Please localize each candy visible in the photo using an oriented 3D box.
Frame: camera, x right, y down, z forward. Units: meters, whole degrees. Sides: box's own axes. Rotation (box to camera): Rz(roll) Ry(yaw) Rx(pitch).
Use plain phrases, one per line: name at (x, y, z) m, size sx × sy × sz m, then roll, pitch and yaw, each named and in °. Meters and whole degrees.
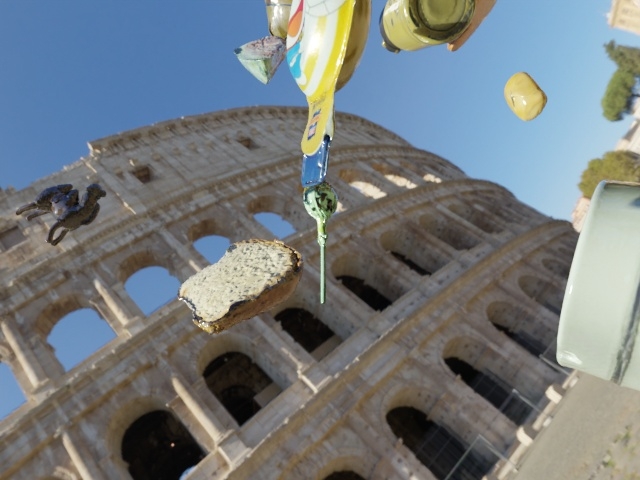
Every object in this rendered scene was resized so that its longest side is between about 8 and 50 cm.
candy at (0.000, 0.000, 1.095) m, size 0.091 × 0.083 × 0.306 m, roll 13°, pitch -108°, yaw -43°

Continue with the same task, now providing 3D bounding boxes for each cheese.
cheese at (0.005, -0.194, 0.488) m, size 0.069 × 0.177 × 0.271 m, roll 4°, pitch -89°, yaw -17°

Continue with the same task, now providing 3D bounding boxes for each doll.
doll at (-0.549, -0.071, 0.974) m, size 0.165 × 0.139 × 0.057 m, roll -46°, pitch -19°, yaw -13°

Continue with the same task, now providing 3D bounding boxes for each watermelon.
watermelon at (-0.107, -0.349, 0.863) m, size 0.094 × 0.180 × 0.081 m, roll -34°, pitch -53°, yaw 20°

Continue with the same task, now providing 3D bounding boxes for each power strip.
power strip at (0.526, 0.062, 0.752) m, size 0.357 × 0.161 × 0.358 m, roll -23°, pitch -61°, yaw -49°

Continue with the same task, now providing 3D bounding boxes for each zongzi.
zongzi at (-0.057, -0.715, 1.249) m, size 0.123 × 0.260 × 0.289 m, roll -41°, pitch -58°, yaw -52°

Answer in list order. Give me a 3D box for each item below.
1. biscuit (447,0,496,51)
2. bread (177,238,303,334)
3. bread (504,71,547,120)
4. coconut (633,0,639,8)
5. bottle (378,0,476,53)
biscuit at (0.401, -0.598, 1.202) m, size 0.186 × 0.036 × 0.192 m, roll -50°, pitch -16°, yaw 26°
bread at (-0.084, 0.048, 0.478) m, size 0.126 × 0.129 × 0.044 m, roll -33°, pitch -57°, yaw -24°
bread at (0.474, -0.338, 1.060) m, size 0.056 × 0.115 × 0.082 m, roll -12°, pitch -25°, yaw -20°
coconut at (0.776, -0.569, 0.916) m, size 0.245 × 0.233 × 0.233 m, roll -46°, pitch -29°, yaw -22°
bottle at (0.244, -0.578, 1.154) m, size 0.171 × 0.351 × 0.172 m, roll -2°, pitch -71°, yaw -7°
